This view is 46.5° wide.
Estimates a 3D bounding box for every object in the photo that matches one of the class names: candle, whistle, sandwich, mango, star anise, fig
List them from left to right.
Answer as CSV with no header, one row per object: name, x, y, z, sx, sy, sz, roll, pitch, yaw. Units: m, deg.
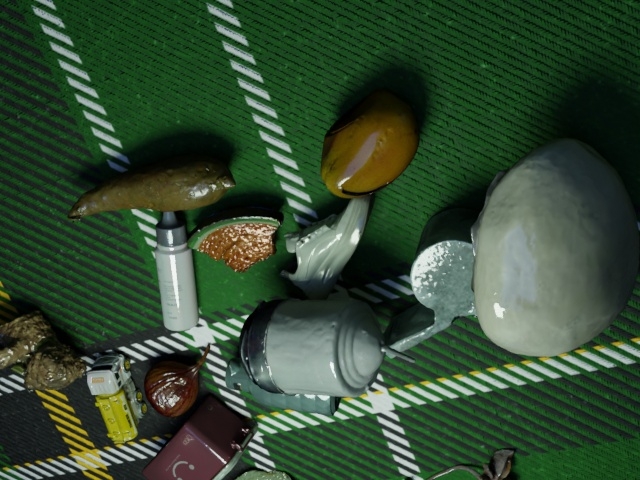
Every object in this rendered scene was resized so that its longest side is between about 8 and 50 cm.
fig,-0.348,0.360,1.917,0.201,0.133,0.146,-32,113,14
sandwich,-0.182,-0.018,1.740,0.235,0.079,0.159,-29,115,26
candle,0.006,0.231,1.624,0.343,0.221,0.221,-6,113,34
mango,0.104,-0.187,1.547,0.236,0.136,0.166,-39,107,6
whistle,0.278,0.106,1.639,0.188,0.168,0.404,21,121,4
star anise,0.380,0.611,1.923,0.227,0.218,0.148,14,161,50

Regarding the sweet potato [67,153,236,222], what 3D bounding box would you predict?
sweet potato,-0.384,-0.119,1.704,0.423,0.130,0.130,-7,112,16

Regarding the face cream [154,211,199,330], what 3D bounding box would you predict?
face cream,-0.351,0.066,1.800,0.092,0.092,0.311,3,115,11

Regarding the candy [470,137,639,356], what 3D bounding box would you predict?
candy,0.477,0.013,1.464,0.386,0.186,0.426,-16,106,-25

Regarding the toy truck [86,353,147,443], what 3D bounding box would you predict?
toy truck,-0.545,0.423,1.989,0.098,0.114,0.226,-7,111,16

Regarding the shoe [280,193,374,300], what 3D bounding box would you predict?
shoe,0.000,0.000,1.678,0.159,0.124,0.316,25,120,2

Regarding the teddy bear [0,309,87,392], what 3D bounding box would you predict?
teddy bear,-0.782,0.316,1.945,0.296,0.246,0.222,-23,68,4

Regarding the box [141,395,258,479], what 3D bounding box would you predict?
box,-0.324,0.563,1.969,0.167,0.193,0.294,42,116,2

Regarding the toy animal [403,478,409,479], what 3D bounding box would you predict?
toy animal,0.201,0.677,1.965,0.047,0.065,0.135,37,115,-6

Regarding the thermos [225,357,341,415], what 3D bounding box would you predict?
thermos,-0.090,0.351,1.852,0.287,0.145,0.182,5,148,13

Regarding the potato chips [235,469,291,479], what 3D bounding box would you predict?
potato chips,-0.172,0.707,2.067,0.228,0.059,0.167,0,120,7
